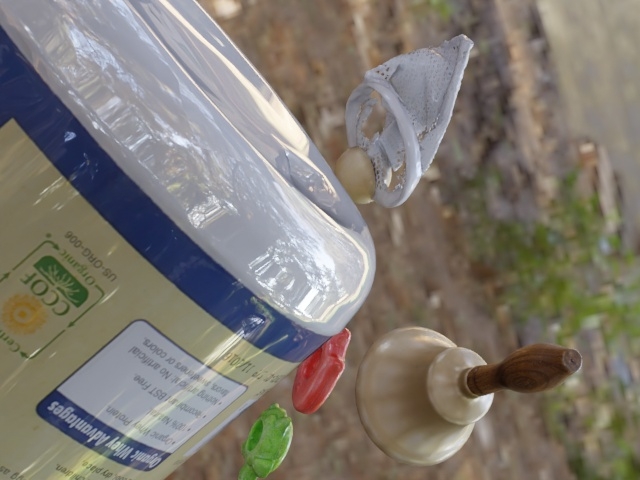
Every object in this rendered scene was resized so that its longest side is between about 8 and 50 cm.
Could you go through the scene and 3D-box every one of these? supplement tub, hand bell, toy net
[{"bbox_3d":[-0.162,0.029,0.675,0.228,0.316,0.228,48,7,-8],"label":"supplement tub"},{"bbox_3d":[0.140,0.118,1.496,0.126,0.242,0.126,6,77,-26],"label":"hand bell"},{"bbox_3d":[0.000,0.000,0.853,0.045,0.232,0.122,25,16,-19],"label":"toy net"}]
